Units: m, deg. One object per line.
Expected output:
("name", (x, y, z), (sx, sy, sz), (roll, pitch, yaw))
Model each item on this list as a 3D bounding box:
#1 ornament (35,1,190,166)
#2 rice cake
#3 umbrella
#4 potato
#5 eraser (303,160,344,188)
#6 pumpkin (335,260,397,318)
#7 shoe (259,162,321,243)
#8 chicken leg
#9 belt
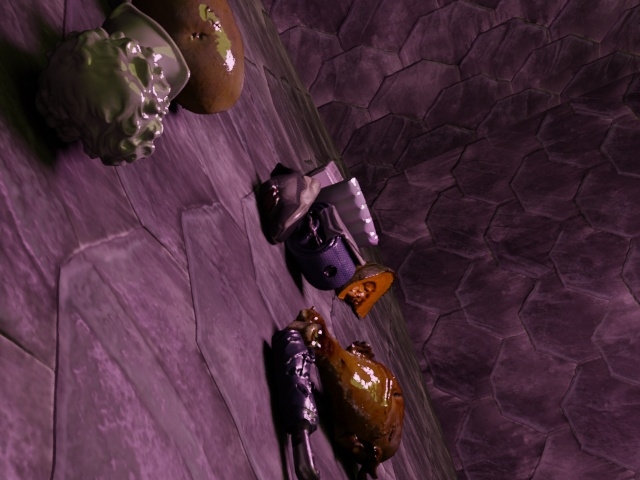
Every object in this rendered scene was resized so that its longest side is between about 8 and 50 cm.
("ornament", (-0.211, -0.178, 0.746), (0.130, 0.120, 0.285), (42, 16, -22))
("rice cake", (0.026, -0.046, 1.626), (0.037, 0.198, 0.189), (-54, 127, -49))
("umbrella", (-0.030, 0.226, 0.985), (0.248, 0.071, 0.071), (-103, 167, -50))
("potato", (-0.201, -0.311, 1.046), (0.174, 0.159, 0.251), (24, -49, 63))
("eraser", (-0.011, -0.140, 1.841), (0.086, 0.130, 0.287), (64, 10, -8))
("pumpkin", (0.134, 0.110, 1.969), (0.111, 0.163, 0.278), (67, 9, 27))
("shoe", (-0.079, -0.082, 1.427), (0.112, 0.099, 0.227), (38, 33, -4))
("chicken leg", (0.058, 0.245, 1.236), (0.211, 0.140, 0.361), (-78, 149, -61))
("belt", (0.000, 0.000, 1.501), (0.230, 0.140, 0.126), (-108, 171, -62))
